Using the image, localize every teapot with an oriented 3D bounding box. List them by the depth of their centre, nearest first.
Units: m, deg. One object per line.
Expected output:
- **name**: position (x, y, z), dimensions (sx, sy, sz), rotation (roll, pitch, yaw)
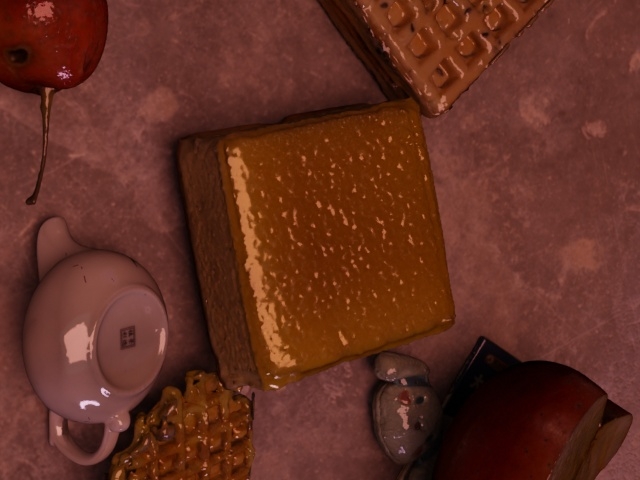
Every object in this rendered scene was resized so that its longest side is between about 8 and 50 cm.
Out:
- **teapot**: position (-0.284, 0.134, 1.688), dimensions (0.208, 0.165, 0.300), rotation (-18, 119, -65)

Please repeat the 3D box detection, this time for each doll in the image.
- **doll**: position (0.123, 0.249, 1.941), dimensions (0.103, 0.071, 0.214), rotation (-22, 104, -29)

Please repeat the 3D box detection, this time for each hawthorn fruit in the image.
- **hawthorn fruit**: position (-0.316, -0.189, 1.609), dimensions (0.165, 0.165, 0.285), rotation (-10, 102, -24)

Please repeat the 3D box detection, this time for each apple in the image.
- **apple**: position (0.291, 0.347, 1.892), dimensions (0.328, 0.295, 0.365), rotation (23, 94, -26)

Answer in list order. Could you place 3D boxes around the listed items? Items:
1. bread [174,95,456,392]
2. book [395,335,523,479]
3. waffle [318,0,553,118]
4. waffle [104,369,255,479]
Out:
- **bread**: position (0.000, 0.000, 1.780), dimensions (0.323, 0.143, 0.333), rotation (-12, 96, -30)
- **book**: position (0.236, 0.330, 2.038), dimensions (0.228, 0.018, 0.322), rotation (34, 83, -27)
- **waffle**: position (0.192, -0.371, 1.850), dimensions (0.376, 0.114, 0.261), rotation (-44, 113, -14)
- **waffle**: position (-0.172, 0.310, 1.778), dimensions (0.280, 0.060, 0.262), rotation (-58, 138, -17)
